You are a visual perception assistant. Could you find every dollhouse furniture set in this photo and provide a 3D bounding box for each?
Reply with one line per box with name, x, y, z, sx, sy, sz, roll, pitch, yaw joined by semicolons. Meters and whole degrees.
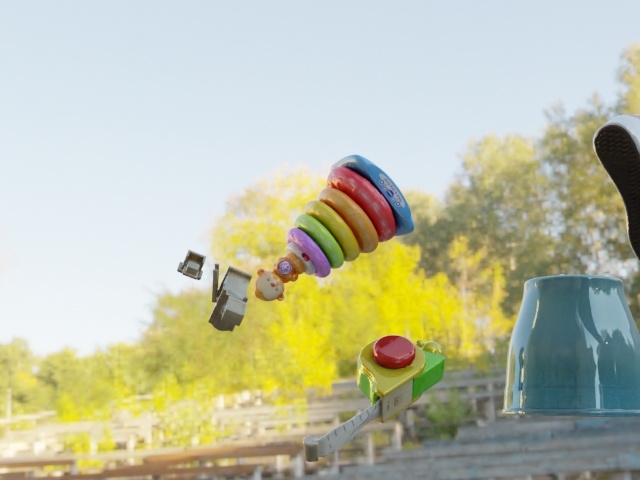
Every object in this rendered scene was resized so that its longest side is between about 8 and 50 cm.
dollhouse furniture set;-0.245;0.126;1.953;0.161;0.101;0.182;23;24;-9

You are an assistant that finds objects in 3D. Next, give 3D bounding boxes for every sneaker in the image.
sneaker;0.541;-0.070;1.454;0.106;0.290;0.123;-17;8;45

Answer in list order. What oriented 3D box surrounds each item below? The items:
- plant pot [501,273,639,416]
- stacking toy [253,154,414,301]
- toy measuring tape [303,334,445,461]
plant pot;0.472;0.199;1.700;0.272;0.255;0.271;1;-10;0
stacking toy;0.000;0.000;1.600;0.302;0.175;0.166;-40;9;-16
toy measuring tape;0.070;0.235;1.449;0.330;0.121;0.121;-26;2;-36
